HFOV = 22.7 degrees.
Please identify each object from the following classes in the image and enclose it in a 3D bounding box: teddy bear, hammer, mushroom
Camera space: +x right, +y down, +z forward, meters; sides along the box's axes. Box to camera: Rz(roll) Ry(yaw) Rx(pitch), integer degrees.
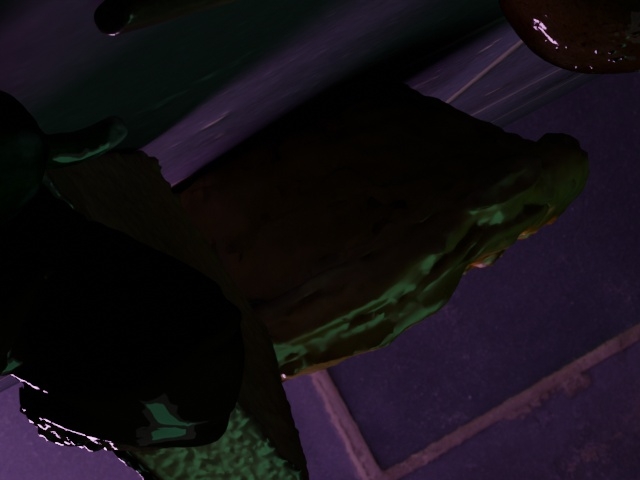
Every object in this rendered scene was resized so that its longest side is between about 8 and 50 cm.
[{"bbox_3d":[-0.094,0.006,0.405,0.160,0.078,0.119,11,-174,7],"label":"teddy bear"},{"bbox_3d":[0.008,-0.085,0.464,0.182,0.017,0.062,-26,177,-44],"label":"hammer"},{"bbox_3d":[0.140,-0.121,0.734,0.127,0.087,0.127,-6,-175,1],"label":"mushroom"}]

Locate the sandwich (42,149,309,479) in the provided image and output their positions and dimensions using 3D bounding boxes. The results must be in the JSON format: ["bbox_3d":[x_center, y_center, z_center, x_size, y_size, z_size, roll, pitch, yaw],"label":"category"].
[{"bbox_3d":[-0.084,0.009,0.655,0.058,0.193,0.162,-32,-146,8],"label":"sandwich"}]

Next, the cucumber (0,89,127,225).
[{"bbox_3d":[-0.134,0.006,0.292,0.250,0.056,0.056,-26,178,-42],"label":"cucumber"}]

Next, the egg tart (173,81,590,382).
[{"bbox_3d":[-0.001,0.000,0.971,0.341,0.132,0.341,-27,180,0],"label":"egg tart"}]
